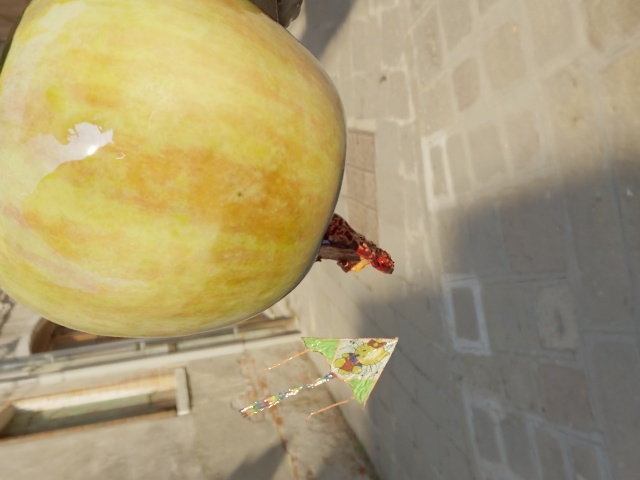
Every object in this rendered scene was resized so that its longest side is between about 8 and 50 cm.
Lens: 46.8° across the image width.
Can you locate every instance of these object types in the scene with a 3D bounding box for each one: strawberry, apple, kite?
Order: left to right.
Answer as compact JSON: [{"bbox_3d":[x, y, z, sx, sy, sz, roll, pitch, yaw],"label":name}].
[{"bbox_3d":[-0.111,-0.058,0.519,0.257,0.234,0.257,-170,90,-67],"label":"apple"},{"bbox_3d":[0.000,-0.003,0.670,0.104,0.152,0.048,-9,71,58],"label":"strawberry"},{"bbox_3d":[0.001,0.194,1.028,0.198,0.244,0.006,58,-173,-41],"label":"kite"}]

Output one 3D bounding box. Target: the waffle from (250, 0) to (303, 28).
[{"bbox_3d":[-0.116,-0.271,0.566,0.098,0.224,0.328,-61,-4,-14],"label":"waffle"}]
